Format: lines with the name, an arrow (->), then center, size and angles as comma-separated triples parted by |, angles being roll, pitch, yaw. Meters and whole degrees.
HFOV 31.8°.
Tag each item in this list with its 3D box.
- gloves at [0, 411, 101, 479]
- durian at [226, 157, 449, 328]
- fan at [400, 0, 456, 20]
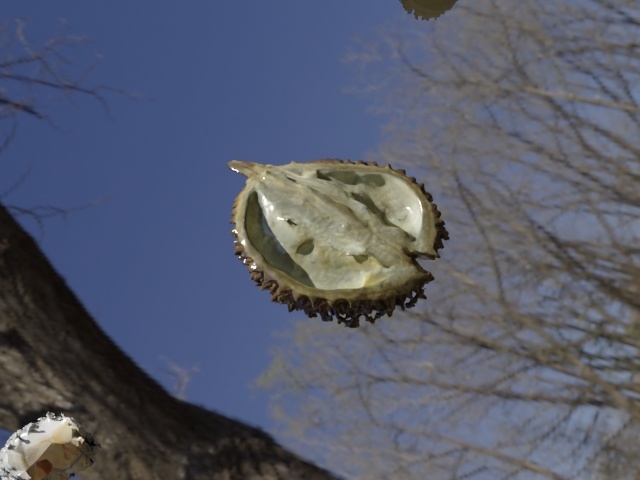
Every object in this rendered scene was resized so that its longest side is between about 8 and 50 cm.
gloves -> -0.303, 0.244, 1.253 | 0.114, 0.070, 0.153 | -37, -20, -23
durian -> 0.000, 0.000, 0.848 | 0.148, 0.188, 0.091 | -45, -16, -28
fan -> 0.116, -0.380, 0.879 | 0.233, 0.012, 0.415 | -5, -72, -59
